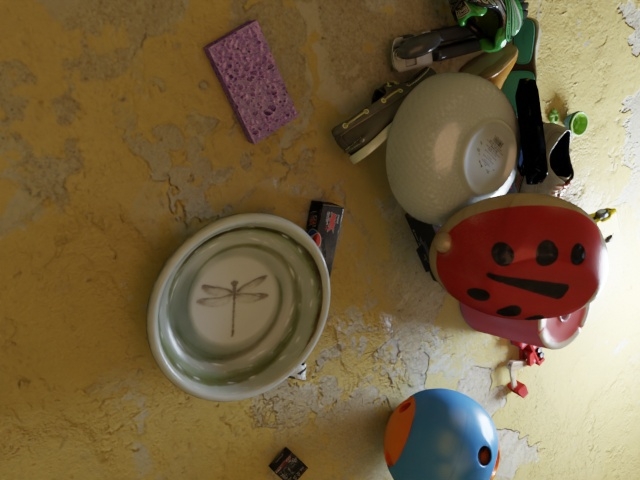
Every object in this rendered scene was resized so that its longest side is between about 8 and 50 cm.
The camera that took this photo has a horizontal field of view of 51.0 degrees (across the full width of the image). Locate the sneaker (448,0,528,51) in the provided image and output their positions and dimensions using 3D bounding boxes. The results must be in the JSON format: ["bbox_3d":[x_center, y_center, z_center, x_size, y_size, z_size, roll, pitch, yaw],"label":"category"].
[{"bbox_3d":[0.318,-0.553,1.426,0.343,0.134,0.146,43,57,-22],"label":"sneaker"}]

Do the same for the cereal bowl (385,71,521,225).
[{"bbox_3d":[0.310,-0.185,1.432,0.339,0.141,0.338,-11,110,-31],"label":"cereal bowl"}]

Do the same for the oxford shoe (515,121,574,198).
[{"bbox_3d":[0.591,-0.137,1.764,0.123,0.130,0.347,-19,114,-27],"label":"oxford shoe"}]

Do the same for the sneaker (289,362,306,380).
[{"bbox_3d":[-0.077,0.291,1.533,0.109,0.040,0.043,19,77,-38],"label":"sneaker"}]

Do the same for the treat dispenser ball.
[{"bbox_3d":[0.301,0.516,1.682,0.288,0.288,0.287,-10,109,-30],"label":"treat dispenser ball"}]

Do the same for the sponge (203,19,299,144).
[{"bbox_3d":[-0.133,-0.309,1.316,0.117,0.031,0.210,-35,120,-19],"label":"sponge"}]

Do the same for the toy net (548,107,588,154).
[{"bbox_3d":[0.655,-0.238,1.827,0.122,0.045,0.232,-2,106,-32],"label":"toy net"}]

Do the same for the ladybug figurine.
[{"bbox_3d":[0.441,0.054,1.444,0.450,0.161,0.305,8,122,-22],"label":"ladybug figurine"}]

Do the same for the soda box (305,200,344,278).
[{"bbox_3d":[0.000,0.000,1.479,0.060,0.053,0.168,4,102,-33],"label":"soda box"}]

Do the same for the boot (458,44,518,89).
[{"bbox_3d":[0.387,-0.305,1.615,0.295,0.104,0.211,-44,128,-9],"label":"boot"}]

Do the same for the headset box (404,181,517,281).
[{"bbox_3d":[0.356,-0.034,1.659,0.293,0.110,0.218,-38,120,-18],"label":"headset box"}]

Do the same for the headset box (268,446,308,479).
[{"bbox_3d":[-0.079,0.539,1.604,0.062,0.032,0.083,-46,122,-13],"label":"headset box"}]

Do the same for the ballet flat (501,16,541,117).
[{"bbox_3d":[0.497,-0.420,1.656,0.086,0.086,0.248,5,100,-33],"label":"ballet flat"}]

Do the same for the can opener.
[{"bbox_3d":[0.281,-0.436,1.500,0.284,0.095,0.075,-20,115,-26],"label":"can opener"}]

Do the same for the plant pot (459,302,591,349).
[{"bbox_3d":[0.544,0.152,1.754,0.275,0.243,0.274,-10,110,-30],"label":"plant pot"}]

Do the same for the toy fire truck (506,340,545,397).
[{"bbox_3d":[0.587,0.353,1.960,0.135,0.047,0.192,-40,121,-15],"label":"toy fire truck"}]

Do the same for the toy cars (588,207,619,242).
[{"bbox_3d":[0.720,0.069,1.941,0.177,0.087,0.393,22,95,-30],"label":"toy cars"}]

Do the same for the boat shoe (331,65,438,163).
[{"bbox_3d":[0.147,-0.292,1.453,0.091,0.109,0.305,48,68,-8],"label":"boat shoe"}]

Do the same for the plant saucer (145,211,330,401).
[{"bbox_3d":[-0.171,0.130,1.381,0.401,0.101,0.400,-9,109,-29],"label":"plant saucer"}]

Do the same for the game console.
[{"bbox_3d":[0.480,-0.221,1.571,0.044,0.361,0.213,-6,81,11],"label":"game console"}]
